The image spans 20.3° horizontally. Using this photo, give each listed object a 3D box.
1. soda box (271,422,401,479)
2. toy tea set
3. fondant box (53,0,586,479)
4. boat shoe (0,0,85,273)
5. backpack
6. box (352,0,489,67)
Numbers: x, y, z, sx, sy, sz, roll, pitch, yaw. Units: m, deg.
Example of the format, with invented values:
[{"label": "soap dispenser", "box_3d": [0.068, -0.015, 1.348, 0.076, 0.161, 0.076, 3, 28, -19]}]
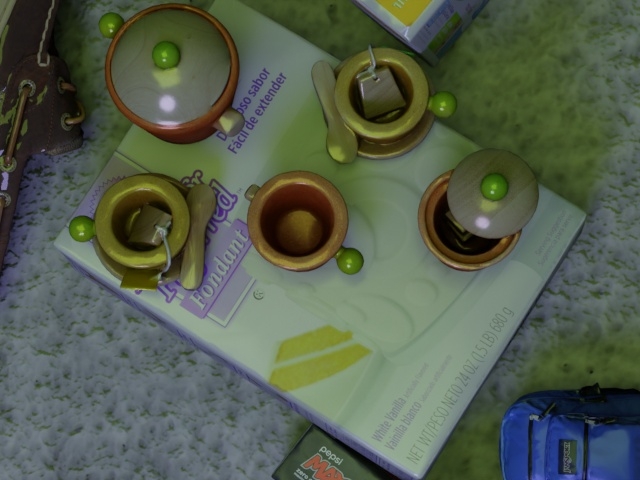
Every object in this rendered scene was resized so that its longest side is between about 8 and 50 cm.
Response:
[{"label": "soda box", "box_3d": [0.046, 0.214, 1.410, 0.169, 0.053, 0.060, 38, 96, 7]}, {"label": "toy tea set", "box_3d": [-0.013, -0.065, 1.271, 0.336, 0.124, 0.200, 1, 79, 3]}, {"label": "fondant box", "box_3d": [0.000, 0.000, 1.370, 0.330, 0.096, 0.238, 32, 83, 8]}, {"label": "boat shoe", "box_3d": [-0.248, -0.103, 1.436, 0.123, 0.123, 0.342, 20, 89, -21]}, {"label": "backpack", "box_3d": [0.195, 0.156, 1.362, 0.120, 0.101, 0.098, 1, 84, 13]}, {"label": "box", "box_3d": [0.071, -0.210, 1.322, 0.103, 0.203, 0.114, 40, 97, 6]}]
